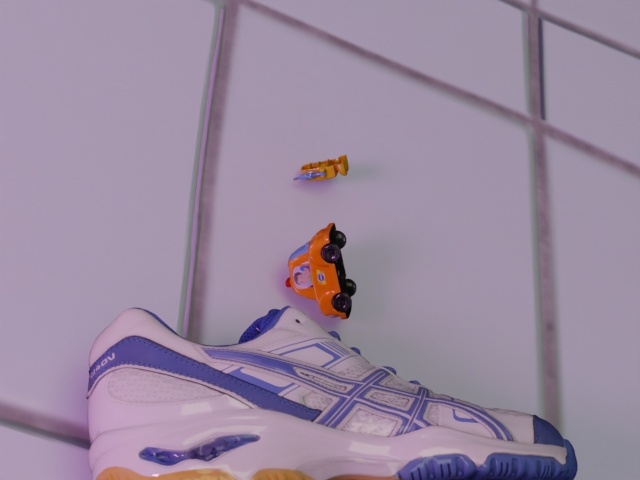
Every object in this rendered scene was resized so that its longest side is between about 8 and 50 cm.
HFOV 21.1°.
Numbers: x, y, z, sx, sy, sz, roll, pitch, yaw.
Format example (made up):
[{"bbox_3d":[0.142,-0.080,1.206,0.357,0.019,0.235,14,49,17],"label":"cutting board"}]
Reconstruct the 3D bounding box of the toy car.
[{"bbox_3d":[0.000,0.000,1.075,0.040,0.060,0.122,-10,32,9],"label":"toy car"}]

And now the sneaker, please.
[{"bbox_3d":[0.013,0.093,0.947,0.296,0.112,0.131,7,54,-32],"label":"sneaker"}]
